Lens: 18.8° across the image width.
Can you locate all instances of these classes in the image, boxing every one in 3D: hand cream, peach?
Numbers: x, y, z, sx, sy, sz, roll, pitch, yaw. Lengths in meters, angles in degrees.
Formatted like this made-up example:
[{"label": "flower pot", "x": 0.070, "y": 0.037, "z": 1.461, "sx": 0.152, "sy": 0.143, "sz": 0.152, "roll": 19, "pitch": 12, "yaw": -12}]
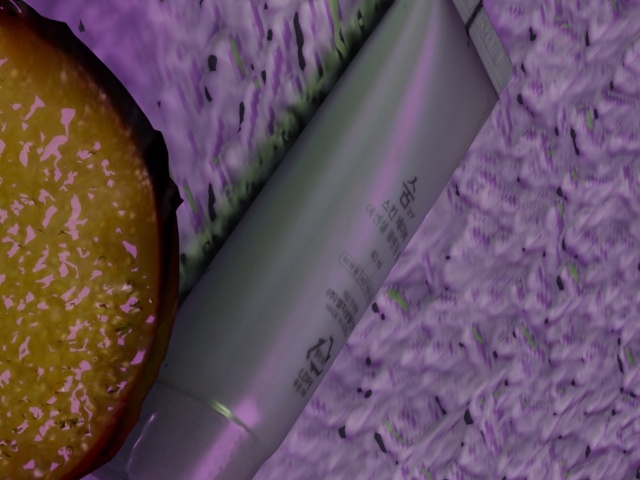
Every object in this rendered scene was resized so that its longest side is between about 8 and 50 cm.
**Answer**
[{"label": "hand cream", "x": 0.000, "y": 0.000, "z": 0.615, "sx": 0.205, "sy": 0.050, "sz": 0.078, "roll": -56, "pitch": 142, "yaw": -18}, {"label": "peach", "x": -0.112, "y": -0.004, "z": 0.436, "sx": 0.172, "sy": 0.092, "sz": 0.127, "roll": 44, "pitch": 71, "yaw": -41}]
